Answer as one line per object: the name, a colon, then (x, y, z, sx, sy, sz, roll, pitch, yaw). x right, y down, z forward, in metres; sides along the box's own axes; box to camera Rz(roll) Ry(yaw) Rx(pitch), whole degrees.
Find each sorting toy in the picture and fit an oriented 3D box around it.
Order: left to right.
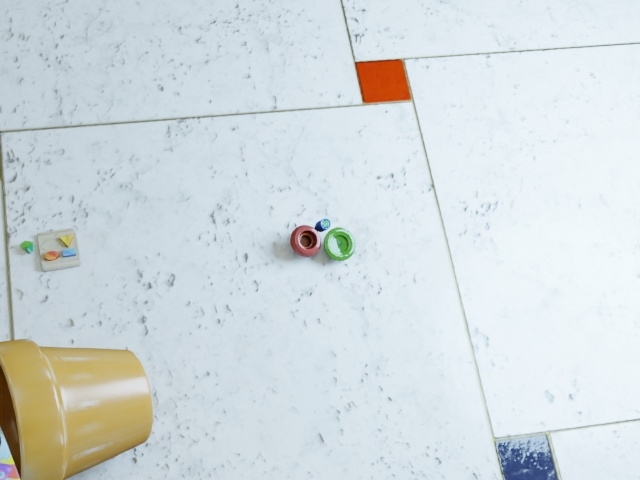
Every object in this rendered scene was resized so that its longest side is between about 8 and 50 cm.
sorting toy: (-0.396, 0.014, 1.708, 0.083, 0.012, 0.062, -9, 66, -13)
sorting toy: (0.000, 0.000, 1.765, 0.102, 0.042, 0.061, 8, 78, -18)

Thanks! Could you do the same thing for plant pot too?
plant pot: (-0.329, 0.221, 1.526, 0.187, 0.205, 0.205, -8, 65, -29)

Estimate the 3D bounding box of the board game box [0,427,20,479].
board game box: (-0.473, 0.266, 1.442, 0.142, 0.144, 0.275, -12, 46, -26)
